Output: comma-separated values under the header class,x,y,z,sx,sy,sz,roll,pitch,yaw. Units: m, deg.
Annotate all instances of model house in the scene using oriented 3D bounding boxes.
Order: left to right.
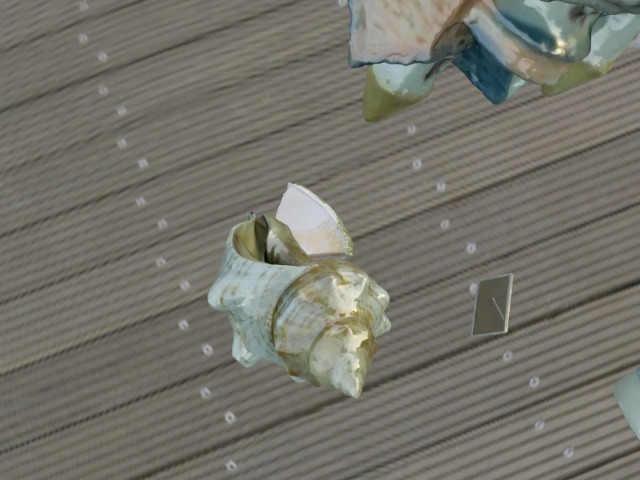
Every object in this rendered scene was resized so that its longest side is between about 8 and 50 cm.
class,x,y,z,sx,sy,sz,roll,pitch,yaw
model house,0.147,-0.173,0.829,0.194,0.325,0.267,51,42,11

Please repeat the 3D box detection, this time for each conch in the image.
class,x,y,z,sx,sy,sz,roll,pitch,yaw
conch,-0.044,0.077,1.253,0.386,0.203,0.169,30,93,55

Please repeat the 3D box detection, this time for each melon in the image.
class,x,y,z,sx,sy,sz,roll,pitch,yaw
melon,0.005,-0.001,1.737,0.093,0.202,0.139,-49,47,-9

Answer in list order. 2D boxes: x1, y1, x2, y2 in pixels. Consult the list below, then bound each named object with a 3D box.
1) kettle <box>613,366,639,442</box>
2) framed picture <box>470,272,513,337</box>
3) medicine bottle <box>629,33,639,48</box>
class,x,y,z,sx,sy,sz,roll,pitch,yaw
kettle,0.538,0.172,1.138,0.342,0.319,0.247,-37,60,13
framed picture,0.242,0.092,1.487,0.007,0.066,0.089,25,64,-34
medicine bottle,0.386,-0.371,1.146,0.202,0.316,0.202,0,69,0
